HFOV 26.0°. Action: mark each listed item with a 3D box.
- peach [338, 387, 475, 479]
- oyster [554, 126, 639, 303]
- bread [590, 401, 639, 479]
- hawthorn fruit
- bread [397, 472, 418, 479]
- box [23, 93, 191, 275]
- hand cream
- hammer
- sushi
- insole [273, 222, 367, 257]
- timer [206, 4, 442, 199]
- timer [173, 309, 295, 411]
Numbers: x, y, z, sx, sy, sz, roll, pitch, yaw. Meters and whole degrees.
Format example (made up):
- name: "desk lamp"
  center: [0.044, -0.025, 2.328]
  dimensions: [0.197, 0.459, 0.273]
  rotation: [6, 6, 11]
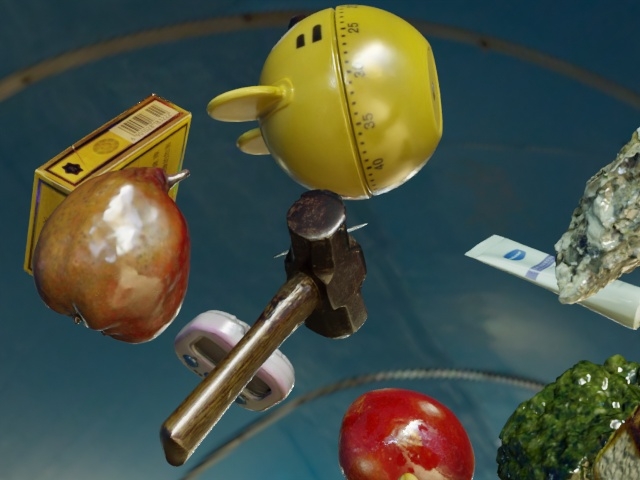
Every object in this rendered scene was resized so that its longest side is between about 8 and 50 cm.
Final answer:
- name: "peach"
  center: [0.143, 0.345, 2.291]
  dimensions: [0.199, 0.244, 0.243]
  rotation: [-36, -22, 34]
- name: "oyster"
  center: [0.457, -0.044, 1.982]
  dimensions: [0.351, 0.162, 0.158]
  rotation: [-49, -29, 2]
- name: "bread"
  center: [0.341, 0.236, 1.289]
  dimensions: [0.096, 0.222, 0.181]
  rotation: [28, -66, -20]
- name: "hawthorn fruit"
  center: [-0.253, 0.004, 1.813]
  dimensions: [0.248, 0.208, 0.208]
  rotation: [-61, -24, -8]
- name: "bread"
  center: [0.118, 0.377, 1.901]
  dimensions: [0.082, 0.056, 0.115]
  rotation: [-59, 8, 21]
- name: "box"
  center: [-0.323, -0.076, 2.121]
  dimensions: [0.301, 0.084, 0.193]
  rotation: [-43, -25, -49]
- name: "hand cream"
  center: [0.406, 0.066, 2.331]
  dimensions: [0.109, 0.320, 0.067]
  rotation: [-29, -46, -49]
- name: "hammer"
  center: [-0.088, 0.137, 1.906]
  dimensions: [0.409, 0.095, 0.242]
  rotation: [-47, -32, -25]
- name: "sushi"
  center: [0.419, 0.316, 1.812]
  dimensions: [0.294, 0.178, 0.352]
  rotation: [-43, -57, 7]
- name: "insole"
  center: [0.000, 0.000, 2.092]
  dimensions: [0.152, 0.002, 0.053]
  rotation: [-19, -5, -13]
- name: "timer"
  center: [0.012, -0.237, 2.418]
  dimensions: [0.386, 0.376, 0.376]
  rotation: [-9, -24, 9]
- name: "timer"
  center: [-0.148, 0.208, 2.405]
  dimensions: [0.069, 0.208, 0.191]
  rotation: [-55, 10, -32]
